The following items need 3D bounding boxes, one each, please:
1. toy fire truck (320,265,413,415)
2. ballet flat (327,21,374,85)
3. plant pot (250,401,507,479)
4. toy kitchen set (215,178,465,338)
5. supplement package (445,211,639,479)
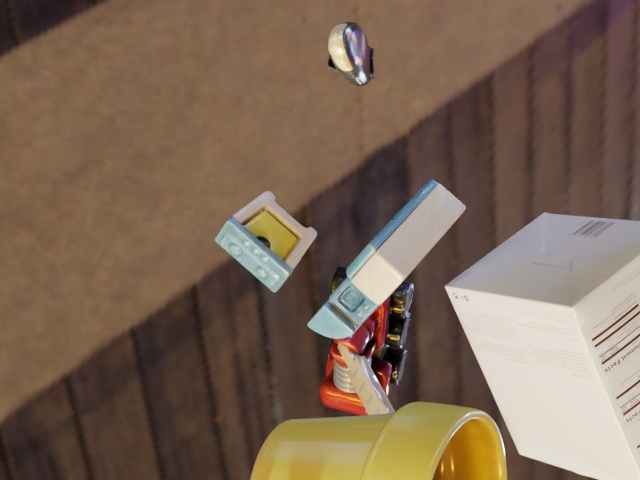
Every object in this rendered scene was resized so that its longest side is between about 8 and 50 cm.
[{"bbox_3d":[0.063,0.192,2.386,0.246,0.158,0.217,-62,161,-47],"label":"toy fire truck"},{"bbox_3d":[0.023,-0.172,1.530,0.173,0.049,0.057,10,78,-83],"label":"ballet flat"},{"bbox_3d":[0.057,0.299,1.839,0.254,0.239,0.254,-22,116,-59],"label":"plant pot"},{"bbox_3d":[0.000,0.000,1.520,0.122,0.166,0.207,-46,177,-42],"label":"toy kitchen set"},{"bbox_3d":[0.261,0.100,1.535,0.149,0.194,0.203,-34,111,-24],"label":"supplement package"}]
